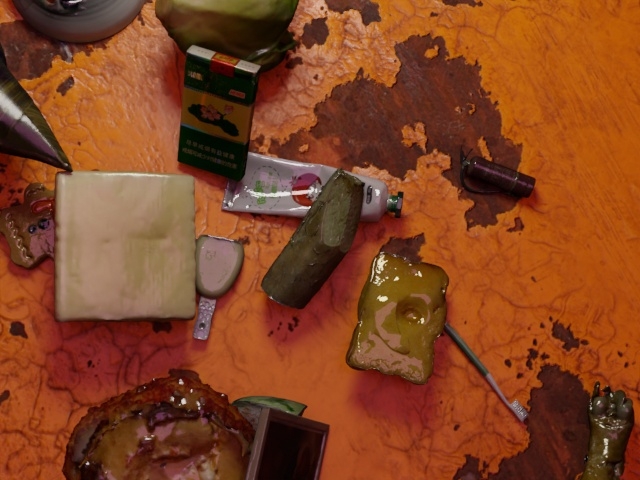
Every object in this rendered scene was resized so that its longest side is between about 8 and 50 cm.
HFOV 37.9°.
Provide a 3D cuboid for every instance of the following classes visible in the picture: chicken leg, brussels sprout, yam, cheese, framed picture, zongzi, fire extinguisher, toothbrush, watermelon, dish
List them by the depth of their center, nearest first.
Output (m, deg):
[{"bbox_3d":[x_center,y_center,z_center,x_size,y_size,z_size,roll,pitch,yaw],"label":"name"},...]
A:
[{"bbox_3d":[-0.059,0.394,1.544,0.020,0.289,0.211,7,76,22],"label":"framed picture"},{"bbox_3d":[-0.688,-0.193,1.604,0.403,0.208,0.432,-33,74,-13],"label":"zongzi"},{"bbox_3d":[-0.070,0.340,1.640,0.121,0.098,0.158,-21,78,22],"label":"watermelon"},{"bbox_3d":[0.500,0.452,1.641,0.152,0.201,0.429,12,64,6],"label":"chicken leg"},{"bbox_3d":[-0.346,0.011,1.647,0.242,0.124,0.266,0,85,-17],"label":"cheese"},{"bbox_3d":[0.000,0.000,1.680,0.106,0.106,0.259,35,98,2],"label":"yam"},{"bbox_3d":[-0.160,-0.435,1.699,0.294,0.259,0.227,3,39,-37],"label":"brussels sprout"},{"bbox_3d":[-0.201,0.086,1.706,0.097,0.037,0.192,12,77,-2],"label":"cheese"},{"bbox_3d":[0.298,0.235,1.739,0.024,0.018,0.257,-40,85,-15],"label":"toothbrush"},{"bbox_3d":[-0.464,-0.525,1.753,0.273,0.134,0.274,1,78,-5],"label":"dish"},{"bbox_3d":[0.332,-0.122,1.803,0.157,0.045,0.078,21,99,-3],"label":"fire extinguisher"}]

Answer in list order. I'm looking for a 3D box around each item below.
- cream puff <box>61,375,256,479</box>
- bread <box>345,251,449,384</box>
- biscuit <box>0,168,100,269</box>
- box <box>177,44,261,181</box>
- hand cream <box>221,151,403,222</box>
[{"bbox_3d":[-0.263,0.382,1.543,0.350,0.228,0.351,-2,97,-20],"label":"cream puff"},{"bbox_3d":[0.143,0.144,1.709,0.160,0.088,0.233,19,75,-7],"label":"bread"},{"bbox_3d":[-0.472,-0.041,1.705,0.225,0.036,0.166,-23,81,-11],"label":"biscuit"},{"bbox_3d":[-0.186,-0.225,1.677,0.132,0.235,0.034,18,39,8],"label":"box"},{"bbox_3d":[-0.012,-0.091,1.756,0.335,0.076,0.121,9,76,2],"label":"hand cream"}]
